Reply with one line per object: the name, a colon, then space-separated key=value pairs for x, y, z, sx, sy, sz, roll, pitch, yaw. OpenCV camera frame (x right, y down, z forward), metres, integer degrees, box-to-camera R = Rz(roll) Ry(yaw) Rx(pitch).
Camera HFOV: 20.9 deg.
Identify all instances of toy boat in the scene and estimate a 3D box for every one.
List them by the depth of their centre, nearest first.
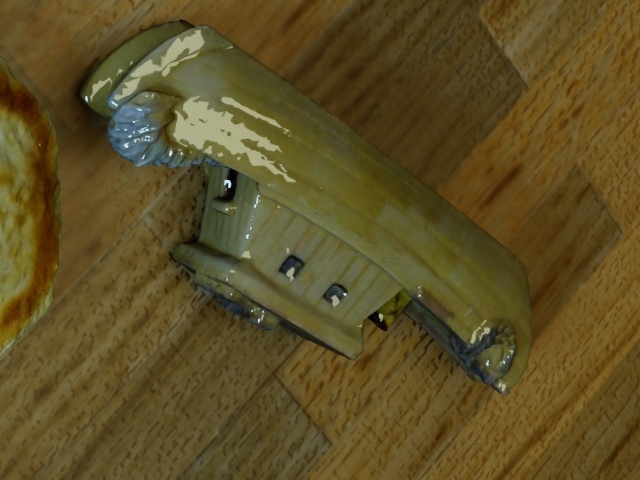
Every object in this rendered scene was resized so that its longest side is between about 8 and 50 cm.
toy boat: x=0.000 y=0.000 z=0.963 sx=0.321 sy=0.089 sz=0.121 roll=36 pitch=81 yaw=-31

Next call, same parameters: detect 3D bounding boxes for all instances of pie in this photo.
pie: x=-0.212 y=-0.008 z=0.827 sx=0.205 sy=0.084 sz=0.179 roll=-20 pitch=104 yaw=-33
